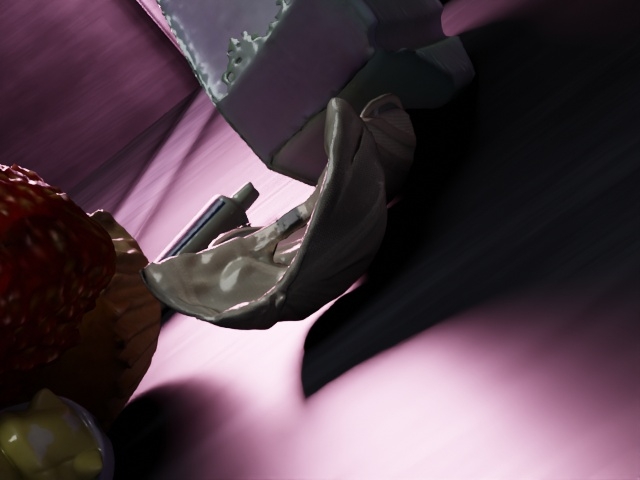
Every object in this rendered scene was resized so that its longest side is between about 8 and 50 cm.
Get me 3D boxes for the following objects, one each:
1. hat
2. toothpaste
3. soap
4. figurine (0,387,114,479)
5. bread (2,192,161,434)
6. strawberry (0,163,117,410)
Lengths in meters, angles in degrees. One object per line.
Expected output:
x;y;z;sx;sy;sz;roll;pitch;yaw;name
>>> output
0.000;0.000;1.517;0.219;0.164;0.226;-40;-29;25;hat
-0.155;0.039;1.969;0.268;0.047;0.069;-47;25;-17;toothpaste
-0.004;-0.193;1.737;0.156;0.261;0.446;-39;1;13;soap
-0.241;0.182;1.406;0.184;0.128;0.208;-41;-26;-3;figurine
-0.322;0.113;1.667;0.389;0.236;0.183;-28;-2;10;bread
-0.342;0.034;1.490;0.343;0.292;0.292;-28;7;-15;strawberry
